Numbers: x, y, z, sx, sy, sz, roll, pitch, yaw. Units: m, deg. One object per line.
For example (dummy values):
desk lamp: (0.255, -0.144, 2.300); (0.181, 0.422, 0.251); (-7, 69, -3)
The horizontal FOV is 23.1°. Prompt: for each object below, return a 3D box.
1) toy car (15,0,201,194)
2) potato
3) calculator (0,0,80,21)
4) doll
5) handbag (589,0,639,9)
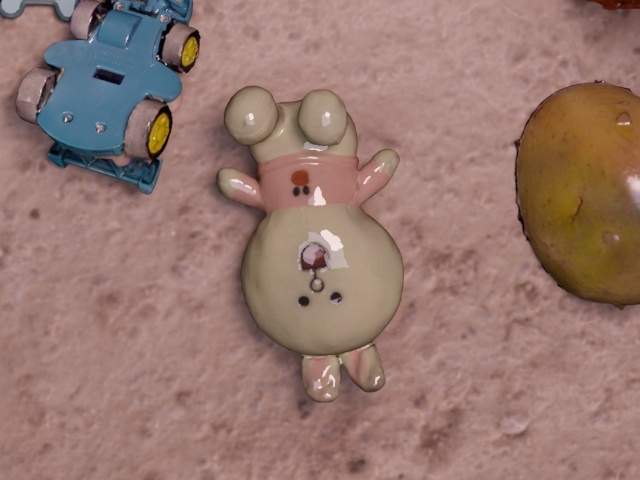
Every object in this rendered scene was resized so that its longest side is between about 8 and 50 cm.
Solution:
toy car: (-0.164, -0.128, 1.295); (0.126, 0.098, 0.161); (17, 66, 14)
potato: (0.264, -0.035, 1.328); (0.182, 0.117, 0.202); (-14, 100, -1)
calculator: (-0.231, -0.252, 1.293); (0.094, 0.019, 0.141); (2, 98, -3)
doll: (0.000, -0.007, 1.311); (0.155, 0.113, 0.275); (-11, 106, 5)
handbag: (0.264, -0.324, 1.134); (0.116, 0.410, 0.303); (-9, 99, -5)
